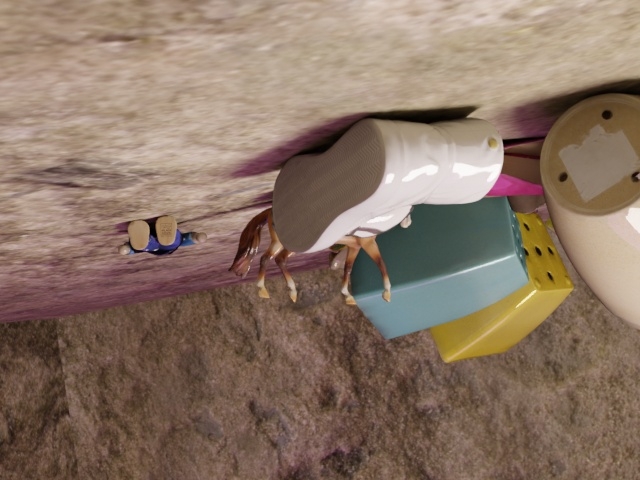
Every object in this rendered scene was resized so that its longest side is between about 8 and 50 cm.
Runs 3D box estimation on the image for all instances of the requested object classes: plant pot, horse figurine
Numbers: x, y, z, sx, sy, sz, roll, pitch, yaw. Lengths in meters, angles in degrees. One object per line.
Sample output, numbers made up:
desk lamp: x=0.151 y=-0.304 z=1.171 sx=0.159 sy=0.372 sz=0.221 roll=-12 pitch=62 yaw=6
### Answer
plant pot: x=0.176 y=0.022 z=1.598 sx=0.234 sy=0.166 sz=0.165 roll=-13 pitch=150 yaw=17
plant pot: x=0.346 y=-0.047 z=1.157 sx=0.256 sy=0.257 sz=0.274 roll=-12 pitch=159 yaw=32
horse figurine: x=0.000 y=0.000 z=1.522 sx=0.263 sy=0.175 sz=0.066 roll=1 pitch=167 yaw=4
plant pot: x=0.286 y=0.059 z=1.797 sx=0.187 sy=0.212 sz=0.212 roll=-33 pitch=161 yaw=32

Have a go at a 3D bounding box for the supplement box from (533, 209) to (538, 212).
supplement box: x=0.345 y=-0.070 z=1.906 sx=0.043 sy=0.055 sz=0.083 roll=-12 pitch=176 yaw=28

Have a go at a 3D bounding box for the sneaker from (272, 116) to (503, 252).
sneaker: x=0.069 y=-0.054 z=1.128 sx=0.169 sy=0.108 sz=0.292 roll=-4 pitch=173 yaw=-26

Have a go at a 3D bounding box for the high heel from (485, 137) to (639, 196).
high heel: x=0.296 y=-0.099 z=1.336 sx=0.244 sy=0.082 sz=0.117 roll=-4 pitch=170 yaw=1

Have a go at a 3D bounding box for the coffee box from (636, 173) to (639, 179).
coffee box: x=0.638 y=-0.082 z=1.991 sx=0.297 sy=0.119 sz=0.168 roll=-10 pitch=175 yaw=11

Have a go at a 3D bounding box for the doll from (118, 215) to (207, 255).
doll: x=-0.227 y=-0.001 z=1.560 sx=0.129 sy=0.046 sz=0.189 roll=-8 pitch=175 yaw=-6

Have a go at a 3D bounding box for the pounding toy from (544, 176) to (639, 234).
pounding toy: x=0.470 y=-0.066 z=1.668 sx=0.094 sy=0.206 sz=0.181 roll=37 pitch=180 yaw=-24

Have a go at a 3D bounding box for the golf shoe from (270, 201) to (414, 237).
golf shoe: x=0.034 y=-0.040 z=1.445 sx=0.198 sy=0.077 sz=0.094 roll=-10 pitch=176 yaw=-8

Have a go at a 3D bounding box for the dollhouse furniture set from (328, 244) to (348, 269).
dollhouse furniture set: x=0.174 y=-0.028 z=2.033 sx=0.301 sy=0.151 sz=0.197 roll=11 pitch=145 yaw=-26

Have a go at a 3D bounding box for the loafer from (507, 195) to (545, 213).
loafer: x=0.287 y=-0.077 z=1.500 sx=0.080 sy=0.078 sz=0.220 roll=-12 pitch=176 yaw=22
